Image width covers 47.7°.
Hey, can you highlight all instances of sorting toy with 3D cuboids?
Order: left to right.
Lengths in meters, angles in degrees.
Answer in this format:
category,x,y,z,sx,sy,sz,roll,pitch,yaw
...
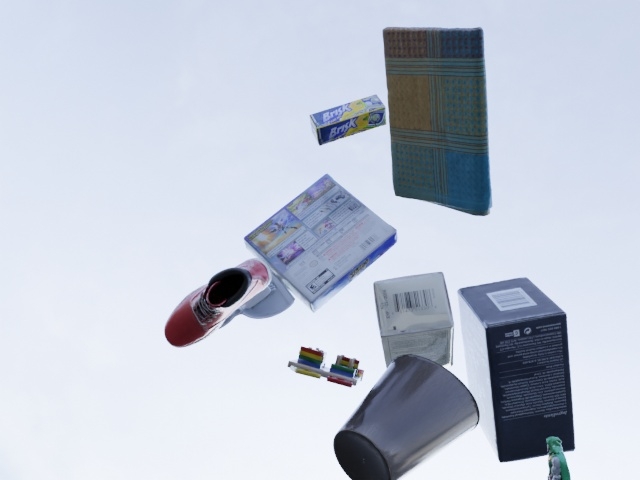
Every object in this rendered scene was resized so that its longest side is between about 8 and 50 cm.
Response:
category,x,y,z,sx,sy,sz,roll,pitch,yaw
sorting toy,0.013,0.235,1.378,0.132,0.046,0.274,14,-6,9

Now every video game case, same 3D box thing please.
category,x,y,z,sx,sy,sz,roll,pitch,yaw
video game case,0.000,0.000,1.698,0.244,0.269,0.061,42,-20,27

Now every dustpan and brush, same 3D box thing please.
category,x,y,z,sx,sy,sz,roll,pitch,yaw
dustpan and brush,-0.193,0.171,1.947,0.211,0.060,0.147,-37,-92,6

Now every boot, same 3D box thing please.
category,x,y,z,sx,sy,sz,roll,pitch,yaw
boot,-0.211,0.121,1.306,0.244,0.176,0.088,-38,-93,13

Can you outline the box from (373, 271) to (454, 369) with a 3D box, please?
category,x,y,z,sx,sy,sz,roll,pitch,yaw
box,0.198,0.179,1.524,0.149,0.126,0.232,-9,-30,4

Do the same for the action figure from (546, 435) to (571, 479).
category,x,y,z,sx,sy,sz,roll,pitch,yaw
action figure,0.522,0.550,1.593,0.064,0.232,0.137,-3,-10,12

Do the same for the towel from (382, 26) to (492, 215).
category,x,y,z,sx,sy,sz,roll,pitch,yaw
towel,0.237,-0.246,1.479,0.271,0.040,0.370,21,-55,49

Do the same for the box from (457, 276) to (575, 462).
category,x,y,z,sx,sy,sz,roll,pitch,yaw
box,0.524,0.340,1.960,0.212,0.293,0.395,-10,-75,-1

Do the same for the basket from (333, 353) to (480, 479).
category,x,y,z,sx,sy,sz,roll,pitch,yaw
basket,0.140,0.334,1.308,0.204,0.227,0.154,27,-51,33

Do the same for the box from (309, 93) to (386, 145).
category,x,y,z,sx,sy,sz,roll,pitch,yaw
box,0.063,-0.277,1.662,0.169,0.059,0.054,-19,-42,-8
